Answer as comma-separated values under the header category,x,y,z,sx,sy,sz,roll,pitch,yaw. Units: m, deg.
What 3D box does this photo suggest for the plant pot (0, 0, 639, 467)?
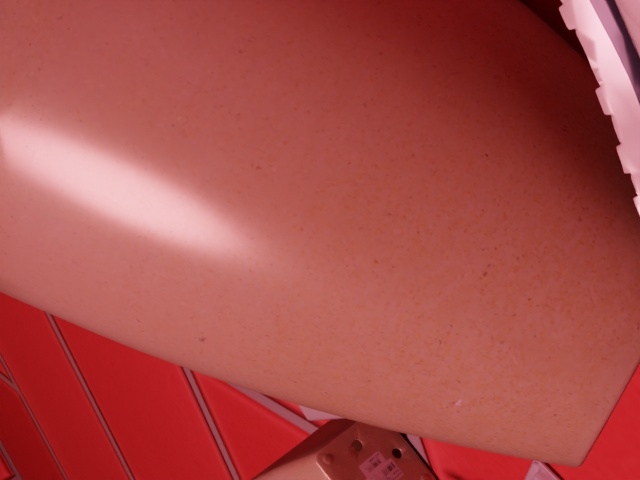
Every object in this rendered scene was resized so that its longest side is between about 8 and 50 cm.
category,x,y,z,sx,sy,sz,roll,pitch,yaw
plant pot,0.026,-0.026,0.574,0.274,0.256,0.256,29,148,15

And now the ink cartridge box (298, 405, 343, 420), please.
category,x,y,z,sx,sy,sz,roll,pitch,yaw
ink cartridge box,0.000,0.000,0.832,0.239,0.060,0.275,57,156,-6

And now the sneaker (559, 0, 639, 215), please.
category,x,y,z,sx,sy,sz,roll,pitch,yaw
sneaker,0.159,-0.054,0.448,0.095,0.090,0.235,-19,105,55

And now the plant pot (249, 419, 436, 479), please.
category,x,y,z,sx,sy,sz,roll,pitch,yaw
plant pot,0.023,0.189,0.982,0.109,0.109,0.096,51,143,10

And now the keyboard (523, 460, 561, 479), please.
category,x,y,z,sx,sy,sz,roll,pitch,yaw
keyboard,0.217,0.240,0.796,0.256,0.014,0.072,45,159,23
